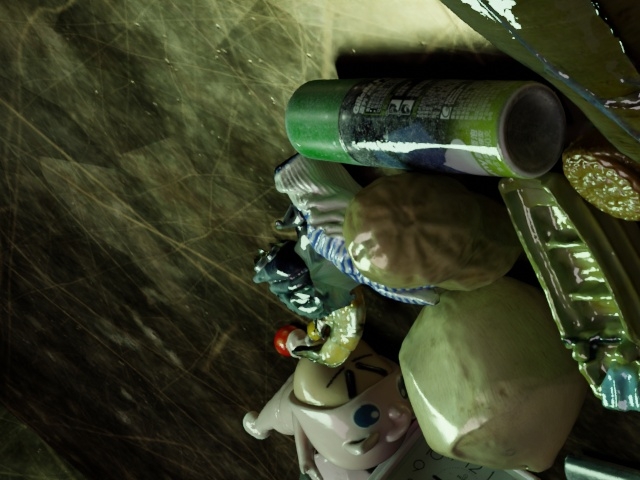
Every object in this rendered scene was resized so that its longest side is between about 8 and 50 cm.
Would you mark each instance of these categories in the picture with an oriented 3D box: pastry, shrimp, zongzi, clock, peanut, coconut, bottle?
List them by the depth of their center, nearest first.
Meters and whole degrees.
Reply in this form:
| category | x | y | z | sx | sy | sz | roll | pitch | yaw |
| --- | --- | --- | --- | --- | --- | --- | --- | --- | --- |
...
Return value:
| category | x | y | z | sx | sy | sz | roll | pitch | yaw |
| --- | --- | --- | --- | --- | --- | --- | --- | --- | --- |
| zongzi | 0.155 | -0.214 | 1.430 | 0.393 | 0.174 | 0.356 | 7 | 143 | 52 |
| pastry | 0.275 | -0.062 | 1.643 | 0.109 | 0.057 | 0.097 | 33 | 156 | 20 |
| bottle | 0.095 | -0.116 | 1.777 | 0.330 | 0.093 | 0.093 | 8 | 140 | 51 |
| peanut | 0.124 | -0.007 | 1.803 | 0.124 | 0.123 | 0.257 | 23 | -170 | 36 |
| coconut | 0.193 | 0.155 | 1.966 | 0.224 | 0.224 | 0.224 | 33 | 155 | 18 |
| shrimp | -0.017 | 0.080 | 2.261 | 0.217 | 0.051 | 0.150 | 23 | 118 | 49 |
| clock | 0.174 | 0.333 | 2.340 | 0.197 | 0.150 | 0.063 | 31 | 153 | 22 |

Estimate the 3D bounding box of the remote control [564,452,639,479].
| category | x | y | z | sx | sy | sz | roll | pitch | yaw |
| --- | --- | --- | --- | --- | --- | --- | --- | --- | --- |
| remote control | 0.443 | 0.321 | 2.056 | 0.378 | 0.044 | 0.107 | 11 | 145 | 49 |

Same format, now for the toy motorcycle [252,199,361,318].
| category | x | y | z | sx | sy | sz | roll | pitch | yaw |
| --- | --- | --- | --- | --- | --- | --- | --- | --- | --- |
| toy motorcycle | 0.000 | 0.000 | 2.083 | 0.159 | 0.106 | 0.270 | 41 | 142 | -9 |

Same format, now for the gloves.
| category | x | y | z | sx | sy | sz | roll | pitch | yaw |
| --- | --- | --- | --- | --- | --- | --- | --- | --- | --- |
| gloves | 0.044 | -0.010 | 1.934 | 0.229 | 0.119 | 0.097 | 41 | 115 | 11 |

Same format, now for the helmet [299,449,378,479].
| category | x | y | z | sx | sy | sz | roll | pitch | yaw |
| --- | --- | --- | --- | --- | --- | --- | --- | --- | --- |
| helmet | 0.096 | 0.341 | 2.464 | 0.253 | 0.198 | 0.154 | 20 | 111 | 21 |

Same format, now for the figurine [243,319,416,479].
| category | x | y | z | sx | sy | sz | roll | pitch | yaw |
| --- | --- | --- | --- | --- | --- | --- | --- | --- | --- |
| figurine | 0.000 | 0.202 | 2.356 | 0.287 | 0.176 | 0.186 | 15 | 133 | 56 |

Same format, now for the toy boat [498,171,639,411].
| category | x | y | z | sx | sy | sz | roll | pitch | yaw |
| --- | --- | --- | --- | --- | --- | --- | --- | --- | --- |
| toy boat | 0.273 | 0.037 | 1.766 | 0.111 | 0.084 | 0.276 | 4 | 127 | 54 |
